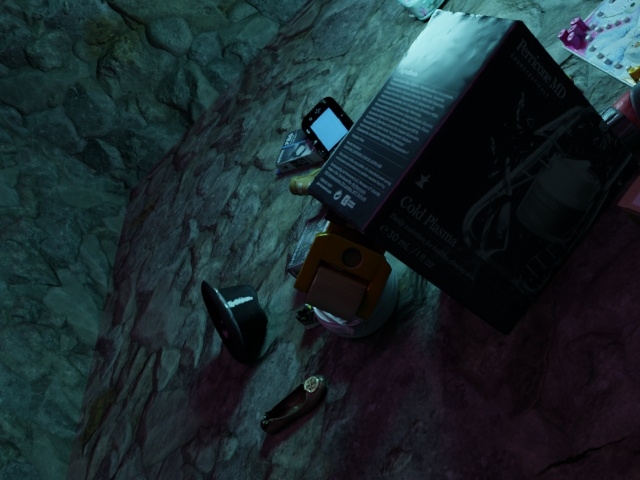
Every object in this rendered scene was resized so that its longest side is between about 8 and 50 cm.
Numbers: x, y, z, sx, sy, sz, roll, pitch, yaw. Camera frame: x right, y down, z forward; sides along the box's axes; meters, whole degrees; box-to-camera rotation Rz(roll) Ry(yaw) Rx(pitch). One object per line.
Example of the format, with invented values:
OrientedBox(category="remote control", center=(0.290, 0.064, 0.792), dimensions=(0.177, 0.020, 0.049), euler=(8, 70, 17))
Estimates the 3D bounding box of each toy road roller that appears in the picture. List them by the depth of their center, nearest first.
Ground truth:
OrientedBox(category="toy road roller", center=(0.081, 0.025, 1.675), dimensions=(0.240, 0.202, 0.329), euler=(-92, 26, -87))

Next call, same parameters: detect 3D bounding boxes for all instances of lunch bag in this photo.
OrientedBox(category="lunch bag", center=(0.414, -0.947, 2.396), dimensions=(0.279, 0.108, 0.224), euler=(-47, 34, 16))

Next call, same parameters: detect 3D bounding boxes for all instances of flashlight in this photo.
OrientedBox(category="flashlight", center=(0.727, -0.322, 1.367), dimensions=(0.304, 0.103, 0.103), euler=(-42, 16, 14))

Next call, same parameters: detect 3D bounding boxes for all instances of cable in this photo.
OrientedBox(category="cable", center=(0.097, 0.141, 1.789), dimensions=(0.257, 0.089, 0.257), euler=(14, 67, 48))

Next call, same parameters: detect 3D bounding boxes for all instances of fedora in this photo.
OrientedBox(category="fedora", center=(-0.268, 0.242, 2.142), dimensions=(0.152, 0.334, 0.334), euler=(-25, 25, -17))

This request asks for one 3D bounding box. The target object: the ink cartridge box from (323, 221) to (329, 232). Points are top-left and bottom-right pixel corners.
OrientedBox(category="ink cartridge box", center=(0.074, -0.017, 1.965), dimensions=(0.067, 0.115, 0.198), euler=(-22, 37, 48))

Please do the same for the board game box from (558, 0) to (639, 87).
OrientedBox(category="board game box", center=(0.802, -0.561, 1.527), dimensions=(0.390, 0.050, 0.390), euler=(-46, 32, 17))

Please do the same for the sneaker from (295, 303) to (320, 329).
OrientedBox(category="sneaker", center=(-0.008, 0.204, 1.919), dimensions=(0.170, 0.075, 0.063), euler=(-34, 37, 33))

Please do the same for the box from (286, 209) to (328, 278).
OrientedBox(category="box", center=(0.000, 0.000, 2.089), dimensions=(0.183, 0.056, 0.231), euler=(-25, 32, 40))

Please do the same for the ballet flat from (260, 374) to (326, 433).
OrientedBox(category="ballet flat", center=(-0.081, 0.453, 1.801), dimensions=(0.250, 0.058, 0.084), euler=(-42, 34, 23))

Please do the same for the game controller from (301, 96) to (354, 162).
OrientedBox(category="game controller", center=(0.038, -0.401, 2.377), dimensions=(0.166, 0.067, 0.319), euler=(-38, 46, 6))

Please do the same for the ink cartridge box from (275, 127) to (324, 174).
OrientedBox(category="ink cartridge box", center=(-0.078, -0.368, 2.586), dimensions=(0.333, 0.065, 0.165), euler=(-11, 53, 52))

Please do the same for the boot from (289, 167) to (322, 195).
OrientedBox(category="boot", center=(0.067, -0.174, 2.147), dimensions=(0.269, 0.236, 0.089), euler=(10, 113, 37))

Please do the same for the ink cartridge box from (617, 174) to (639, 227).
OrientedBox(category="ink cartridge box", center=(0.648, -0.011, 1.075), dimensions=(0.088, 0.193, 0.235), euler=(-54, 31, 4))

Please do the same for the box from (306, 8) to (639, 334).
OrientedBox(category="box", center=(0.320, -0.137, 1.381), dimensions=(0.472, 0.480, 0.297), euler=(-55, 32, 3))

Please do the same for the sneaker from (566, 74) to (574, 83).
OrientedBox(category="sneaker", center=(0.555, -0.344, 1.640), dimensions=(0.208, 0.081, 0.094), euler=(-54, 32, 3))
